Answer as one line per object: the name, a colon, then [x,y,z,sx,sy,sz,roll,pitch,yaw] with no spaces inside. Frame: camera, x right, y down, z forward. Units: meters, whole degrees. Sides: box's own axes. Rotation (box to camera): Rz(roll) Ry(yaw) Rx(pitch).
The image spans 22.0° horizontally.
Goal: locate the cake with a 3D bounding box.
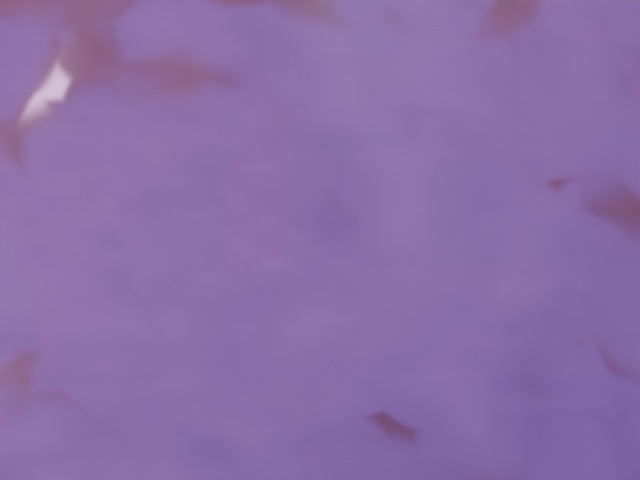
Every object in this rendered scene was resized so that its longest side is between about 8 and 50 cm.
cake: [0.000,0.000,0.424,0.309,0.237,0.230,-11,82,-4]
